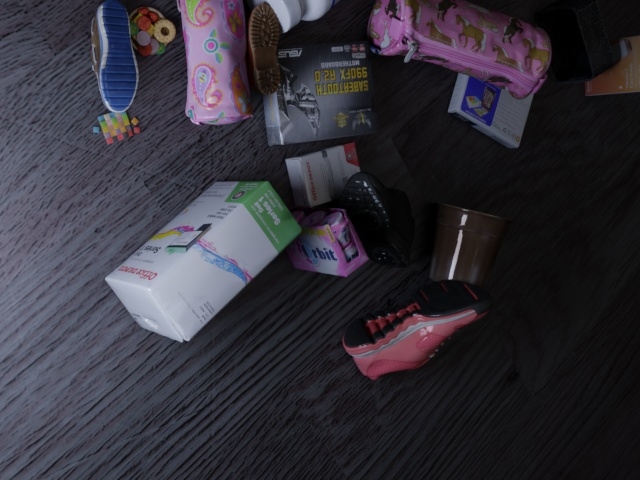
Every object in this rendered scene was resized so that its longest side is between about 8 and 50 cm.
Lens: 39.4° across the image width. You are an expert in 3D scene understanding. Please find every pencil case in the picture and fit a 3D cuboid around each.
[{"bbox_3d":[0.286,-0.406,1.812,0.386,0.160,0.167,11,85,-25],"label":"pencil case"},{"bbox_3d":[-0.187,-0.345,1.555,0.124,0.124,0.284,-10,98,-33],"label":"pencil case"}]

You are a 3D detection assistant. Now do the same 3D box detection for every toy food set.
[{"bbox_3d":[-0.295,-0.359,1.535,0.083,0.020,0.083,43,70,-29],"label":"toy food set"}]

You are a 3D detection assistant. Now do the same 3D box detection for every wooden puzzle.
[{"bbox_3d":[-0.347,-0.195,1.519,0.083,0.006,0.049,-26,107,-30],"label":"wooden puzzle"}]

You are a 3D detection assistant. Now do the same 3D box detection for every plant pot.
[{"bbox_3d":[0.308,0.017,1.892,0.167,0.167,0.165,10,94,-34],"label":"plant pot"}]

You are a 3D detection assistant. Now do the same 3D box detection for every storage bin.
[{"bbox_3d":[0.589,-0.464,2.067,0.084,0.122,0.180,-34,111,-28],"label":"storage bin"}]

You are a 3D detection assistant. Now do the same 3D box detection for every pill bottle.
[{"bbox_3d":[-0.009,-0.502,1.642,0.272,0.152,0.152,-45,116,-23],"label":"pill bottle"}]

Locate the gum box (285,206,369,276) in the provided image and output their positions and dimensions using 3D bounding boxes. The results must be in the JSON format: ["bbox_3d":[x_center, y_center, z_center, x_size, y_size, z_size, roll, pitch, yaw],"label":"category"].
[{"bbox_3d":[0.000,0.000,1.657,0.062,0.188,0.107,-37,113,-26],"label":"gum box"}]

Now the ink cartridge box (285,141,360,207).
[{"bbox_3d":[0.008,-0.128,1.734,0.135,0.056,0.099,-19,103,-32],"label":"ink cartridge box"}]

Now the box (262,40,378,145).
[{"bbox_3d":[-0.002,-0.285,1.717,0.231,0.056,0.183,-11,99,-33],"label":"box"}]

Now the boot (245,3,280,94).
[{"bbox_3d":[-0.117,-0.347,1.609,0.059,0.084,0.158,-12,114,-31],"label":"boot"}]

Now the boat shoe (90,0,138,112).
[{"bbox_3d":[-0.344,-0.299,1.477,0.066,0.066,0.183,0,87,-36],"label":"boat shoe"}]

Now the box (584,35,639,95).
[{"bbox_3d":[0.726,-0.417,2.134,0.091,0.170,0.130,-11,99,-35],"label":"box"}]

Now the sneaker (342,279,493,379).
[{"bbox_3d":[0.205,0.187,1.822,0.313,0.116,0.136,-21,122,1],"label":"sneaker"}]

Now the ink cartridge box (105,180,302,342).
[{"bbox_3d":[-0.200,0.026,1.515,0.278,0.201,0.117,-44,115,-23],"label":"ink cartridge box"}]

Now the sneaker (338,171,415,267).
[{"bbox_3d":[0.119,-0.061,1.764,0.130,0.109,0.286,-68,153,-24],"label":"sneaker"}]

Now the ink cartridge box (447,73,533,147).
[{"bbox_3d":[0.391,-0.340,1.987,0.206,0.045,0.208,23,81,-32],"label":"ink cartridge box"}]
